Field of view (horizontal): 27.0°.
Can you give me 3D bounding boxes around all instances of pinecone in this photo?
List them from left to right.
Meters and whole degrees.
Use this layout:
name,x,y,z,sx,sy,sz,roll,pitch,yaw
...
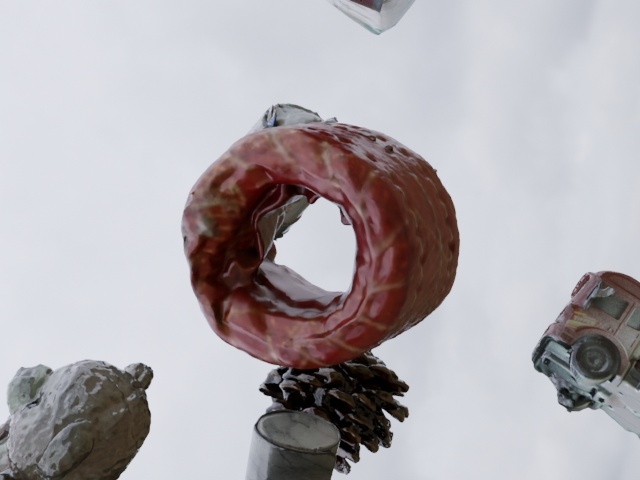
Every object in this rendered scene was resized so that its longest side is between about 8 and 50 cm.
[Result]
name,x,y,z,sx,sy,sz,roll,pitch,yaw
pinecone,0.010,0.260,2.172,0.257,0.243,0.243,-31,-42,-26

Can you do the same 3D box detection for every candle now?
name,x,y,z,sx,sy,sz,roll,pitch,yaw
candle,-0.055,-0.154,2.460,0.330,0.187,0.187,-46,2,40

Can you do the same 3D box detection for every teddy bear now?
name,x,y,z,sx,sy,sz,roll,pitch,yaw
teddy bear,-0.289,0.228,1.388,0.267,0.151,0.236,-52,0,32

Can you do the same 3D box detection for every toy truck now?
name,x,y,z,sx,sy,sz,roll,pitch,yaw
toy truck,0.337,0.137,1.235,0.135,0.270,0.114,-52,-12,-23

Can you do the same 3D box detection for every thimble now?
name,x,y,z,sx,sy,sz,roll,pitch,yaw
thimble,0.000,0.000,1.820,0.230,0.350,0.350,-25,-54,-64

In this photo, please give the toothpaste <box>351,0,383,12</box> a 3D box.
name,x,y,z,sx,sy,sz,roll,pitch,yaw
toothpaste,-0.005,-0.355,1.758,0.043,0.194,0.067,-63,-2,-13

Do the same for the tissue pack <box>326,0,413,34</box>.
name,x,y,z,sx,sy,sz,roll,pitch,yaw
tissue pack,0.096,-0.465,1.949,0.266,0.194,0.356,-54,-3,4

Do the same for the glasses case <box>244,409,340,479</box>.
name,x,y,z,sx,sy,sz,roll,pitch,yaw
glasses case,-0.048,0.334,1.782,0.299,0.114,0.060,100,-178,-49
